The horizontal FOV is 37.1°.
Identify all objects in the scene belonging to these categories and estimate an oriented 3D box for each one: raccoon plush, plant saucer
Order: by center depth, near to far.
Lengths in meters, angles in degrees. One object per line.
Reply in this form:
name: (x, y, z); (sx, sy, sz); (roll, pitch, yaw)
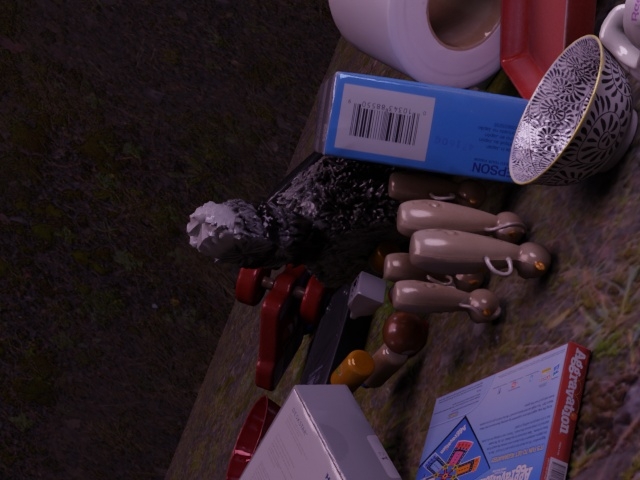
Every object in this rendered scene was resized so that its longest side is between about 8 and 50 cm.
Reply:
plant saucer: (0.272, -0.285, 1.139); (0.258, 0.048, 0.259); (-101, 4, -58)
raccoon plush: (-0.002, -0.116, 1.437); (0.216, 0.446, 0.299); (-36, 57, 33)

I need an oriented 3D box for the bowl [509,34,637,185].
bowl: (0.275, -0.120, 0.995); (0.170, 0.080, 0.170); (-62, 12, 23)

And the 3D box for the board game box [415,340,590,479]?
board game box: (0.171, 0.203, 0.961); (0.281, 0.027, 0.145); (-45, 22, 63)

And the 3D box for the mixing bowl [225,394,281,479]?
mixing bowl: (-0.088, 0.373, 1.684); (0.181, 0.098, 0.181); (-157, 90, -79)

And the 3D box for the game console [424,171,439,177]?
game console: (0.142, -0.095, 1.758); (0.293, 0.173, 0.250); (-78, -16, -49)

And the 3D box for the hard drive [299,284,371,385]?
hard drive: (0.023, 0.192, 1.642); (0.172, 0.054, 0.254); (-49, 19, 57)

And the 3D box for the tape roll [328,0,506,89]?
tape roll: (0.154, -0.346, 1.313); (0.169, 0.246, 0.246); (43, 111, 51)

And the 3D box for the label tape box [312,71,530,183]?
label tape box: (0.121, -0.155, 1.323); (0.347, 0.249, 0.115); (-127, 45, -84)

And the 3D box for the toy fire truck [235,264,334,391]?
toy fire truck: (-0.054, 0.119, 1.892); (0.302, 0.169, 0.254); (-58, -19, -53)

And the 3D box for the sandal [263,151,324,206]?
sandal: (0.038, -0.160, 1.991); (0.446, 0.107, 0.167); (-42, 3, -22)

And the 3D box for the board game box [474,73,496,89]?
board game box: (0.300, -0.421, 1.490); (0.303, 0.098, 0.224); (122, 166, -46)

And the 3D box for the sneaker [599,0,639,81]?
sneaker: (0.305, -0.136, 0.689); (0.114, 0.152, 0.305); (-64, 12, 2)

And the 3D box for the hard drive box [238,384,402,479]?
hard drive box: (-0.013, 0.329, 1.226); (0.232, 0.089, 0.181); (-61, 42, 29)

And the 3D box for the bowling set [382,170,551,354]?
bowling set: (0.160, 0.041, 1.153); (0.287, 0.154, 0.199); (-94, 11, -66)

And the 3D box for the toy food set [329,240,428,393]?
toy food set: (0.080, 0.123, 1.349); (0.104, 0.111, 0.232); (126, 161, -49)
